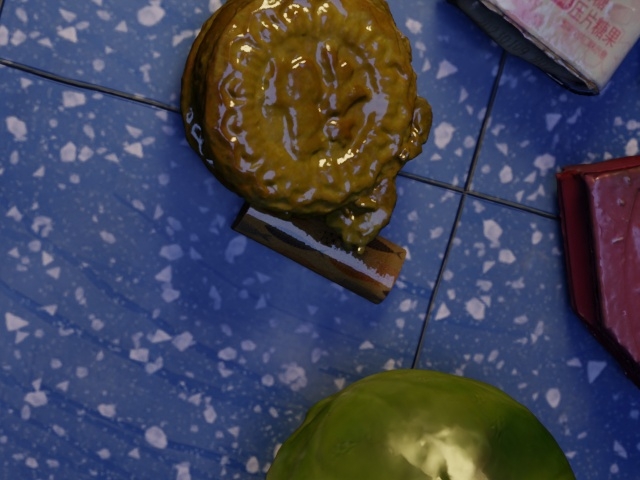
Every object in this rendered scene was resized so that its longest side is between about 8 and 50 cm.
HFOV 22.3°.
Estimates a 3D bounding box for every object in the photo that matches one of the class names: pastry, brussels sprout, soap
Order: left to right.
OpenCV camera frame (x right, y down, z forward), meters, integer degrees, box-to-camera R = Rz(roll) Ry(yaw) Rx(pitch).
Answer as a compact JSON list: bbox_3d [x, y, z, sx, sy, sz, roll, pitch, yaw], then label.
[{"bbox_3d":[-0.015,-0.138,1.560,0.235,0.132,0.240,28,85,-24],"label":"pastry"},{"bbox_3d":[0.098,0.293,1.575,0.344,0.268,0.344,-1,82,7],"label":"brussels sprout"},{"bbox_3d":[0.342,0.037,1.676,0.162,0.099,0.249,-11,99,-17],"label":"soap"}]

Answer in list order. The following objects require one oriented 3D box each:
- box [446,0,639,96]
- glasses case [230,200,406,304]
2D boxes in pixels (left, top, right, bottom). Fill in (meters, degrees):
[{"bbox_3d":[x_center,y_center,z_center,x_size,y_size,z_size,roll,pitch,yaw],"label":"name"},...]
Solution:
[{"bbox_3d":[0.297,-0.336,1.609,0.190,0.112,0.369,34,89,-12],"label":"box"},{"bbox_3d":[0.000,0.000,1.628,0.170,0.041,0.064,28,90,-12],"label":"glasses case"}]
